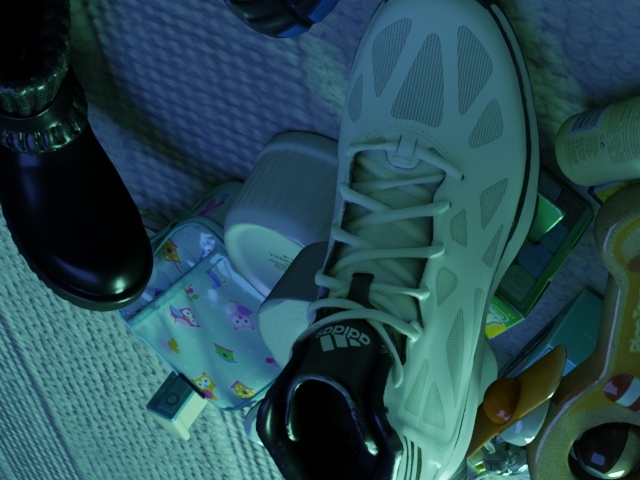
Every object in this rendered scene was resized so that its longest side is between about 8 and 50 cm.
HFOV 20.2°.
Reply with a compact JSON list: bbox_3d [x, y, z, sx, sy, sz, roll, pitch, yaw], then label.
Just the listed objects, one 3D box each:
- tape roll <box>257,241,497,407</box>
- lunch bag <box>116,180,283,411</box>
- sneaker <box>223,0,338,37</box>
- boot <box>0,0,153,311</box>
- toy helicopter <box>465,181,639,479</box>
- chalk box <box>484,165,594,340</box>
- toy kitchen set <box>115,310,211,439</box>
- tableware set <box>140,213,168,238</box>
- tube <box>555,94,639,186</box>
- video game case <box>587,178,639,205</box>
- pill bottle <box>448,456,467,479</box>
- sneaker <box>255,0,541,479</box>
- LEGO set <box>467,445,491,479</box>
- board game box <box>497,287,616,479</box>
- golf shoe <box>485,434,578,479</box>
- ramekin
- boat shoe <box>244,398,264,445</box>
[{"bbox_3d":[0.051,0.099,1.644,0.219,0.072,0.219,29,155,15],"label":"tape roll"},{"bbox_3d":[-0.109,0.065,2.007,0.224,0.108,0.279,43,142,-7],"label":"lunch bag"},{"bbox_3d":[-0.088,-0.308,1.428,0.341,0.125,0.139,55,176,-38],"label":"sneaker"},{"bbox_3d":[-0.276,-0.109,1.848,0.348,0.131,0.260,57,157,11],"label":"boot"},{"bbox_3d":[0.242,0.106,1.500,0.235,0.140,0.355,1,124,2],"label":"toy helicopter"},{"bbox_3d":[0.141,-0.001,1.593,0.132,0.132,0.213,39,155,-3],"label":"chalk box"},{"bbox_3d":[-0.216,0.121,2.215,0.207,0.166,0.122,22,151,28],"label":"toy kitchen set"},{"bbox_3d":[-0.151,0.022,2.119,0.194,0.039,0.128,18,138,23],"label":"tableware set"},{"bbox_3d":[0.271,-0.083,1.358,0.240,0.062,0.070,-14,104,62],"label":"tube"},{"bbox_3d":[0.382,0.015,1.431,0.275,0.035,0.248,43,154,-14],"label":"video game case"},{"bbox_3d":[0.076,0.216,1.905,0.162,0.162,0.278,15,117,38],"label":"pill bottle"},{"bbox_3d":[0.065,0.024,1.381,0.169,0.257,0.447,8,102,12],"label":"sneaker"},{"bbox_3d":[0.164,0.265,2.073,0.107,0.132,0.287,-30,124,17],"label":"LEGO set"},{"bbox_3d":[0.336,0.212,1.768,0.336,0.079,0.254,36,155,2],"label":"board game box"},{"bbox_3d":[0.242,0.204,1.733,0.086,0.069,0.176,23,164,-28],"label":"golf shoe"},{"bbox_3d":[0.000,0.000,1.804,0.207,0.109,0.207,29,153,16],"label":"ramekin"},{"bbox_3d":[-0.038,0.191,2.112,0.083,0.183,0.065,16,113,42],"label":"boat shoe"}]
